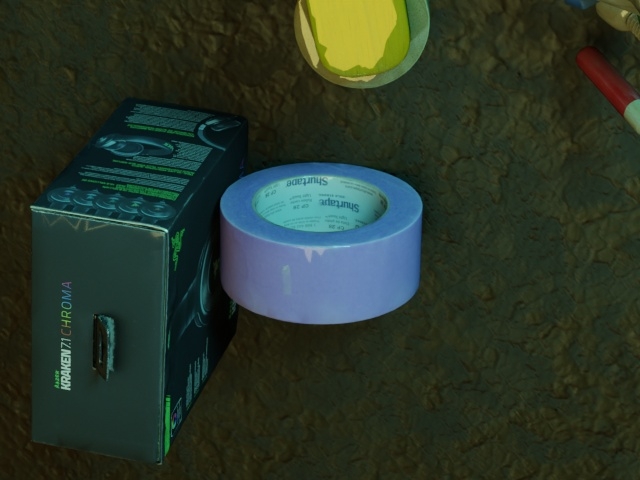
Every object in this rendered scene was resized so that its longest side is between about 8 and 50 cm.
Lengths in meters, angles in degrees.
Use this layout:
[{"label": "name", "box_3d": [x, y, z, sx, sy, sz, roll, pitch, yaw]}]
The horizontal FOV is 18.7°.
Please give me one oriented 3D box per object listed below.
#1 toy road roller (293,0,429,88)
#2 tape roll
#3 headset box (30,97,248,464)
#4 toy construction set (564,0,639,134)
[{"label": "toy road roller", "box_3d": [0.085, -0.309, 1.632, 0.240, 0.202, 0.330, -6, 112, 6]}, {"label": "tape roll", "box_3d": [0.000, 0.000, 1.802, 0.189, 0.189, 0.080, 6, 115, 12]}, {"label": "headset box", "box_3d": [-0.170, 0.036, 1.811, 0.131, 0.283, 0.246, 10, 116, 10]}, {"label": "toy construction set", "box_3d": [0.314, -0.206, 1.562, 0.257, 0.237, 0.309, -9, 132, -22]}]
